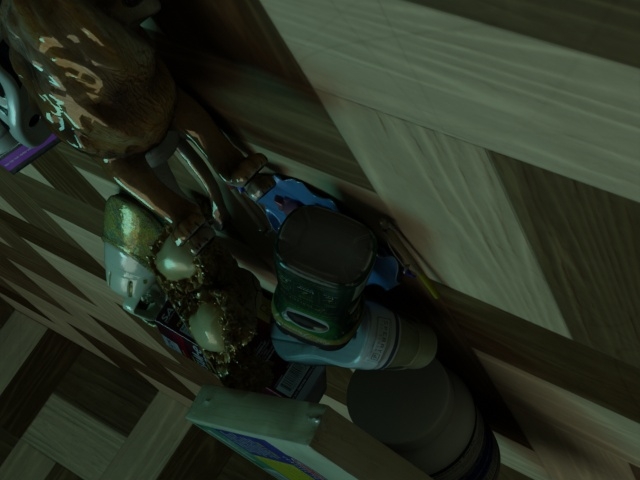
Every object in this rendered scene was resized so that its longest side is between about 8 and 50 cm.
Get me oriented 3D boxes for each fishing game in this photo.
[{"bbox_3d":[0.000,0.000,1.329,0.264,0.041,0.189,22,158,38],"label":"fishing game"}]

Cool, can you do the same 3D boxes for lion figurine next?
[{"bbox_3d":[-0.162,-0.110,1.132,0.240,0.142,0.392,44,170,2],"label":"lion figurine"}]

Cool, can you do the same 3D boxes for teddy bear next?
[{"bbox_3d":[-0.124,0.064,1.540,0.245,0.113,0.338,57,173,22],"label":"teddy bear"}]

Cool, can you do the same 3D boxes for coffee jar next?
[{"bbox_3d":[0.001,0.042,1.265,0.096,0.079,0.184,22,155,7],"label":"coffee jar"}]

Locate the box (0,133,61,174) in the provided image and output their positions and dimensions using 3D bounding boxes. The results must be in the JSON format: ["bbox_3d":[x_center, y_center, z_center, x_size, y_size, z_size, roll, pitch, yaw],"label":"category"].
[{"bbox_3d":[-0.387,-0.160,1.527,0.116,0.029,0.162,-29,126,30],"label":"box"}]

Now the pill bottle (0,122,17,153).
[{"bbox_3d":[-0.396,-0.157,1.464,0.067,0.067,0.120,16,149,48],"label":"pill bottle"}]

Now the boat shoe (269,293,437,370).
[{"bbox_3d":[0.028,0.107,1.471,0.094,0.109,0.302,19,179,-24],"label":"boat shoe"}]

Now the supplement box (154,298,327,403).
[{"bbox_3d":[-0.110,0.161,1.800,0.239,0.073,0.130,30,163,12],"label":"supplement box"}]

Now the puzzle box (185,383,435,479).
[{"bbox_3d":[0.061,0.300,1.523,0.409,0.052,0.272,38,159,-29],"label":"puzzle box"}]

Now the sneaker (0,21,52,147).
[{"bbox_3d":[-0.359,-0.196,1.400,0.121,0.079,0.217,32,157,17],"label":"sneaker"}]

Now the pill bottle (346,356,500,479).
[{"bbox_3d":[0.128,0.237,1.589,0.153,0.153,0.264,25,162,30],"label":"pill bottle"}]

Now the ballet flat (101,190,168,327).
[{"bbox_3d":[-0.256,0.045,1.854,0.123,0.123,0.348,29,164,14],"label":"ballet flat"}]

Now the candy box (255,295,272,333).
[{"bbox_3d":[-0.096,0.124,1.891,0.109,0.053,0.186,30,166,11],"label":"candy box"}]
